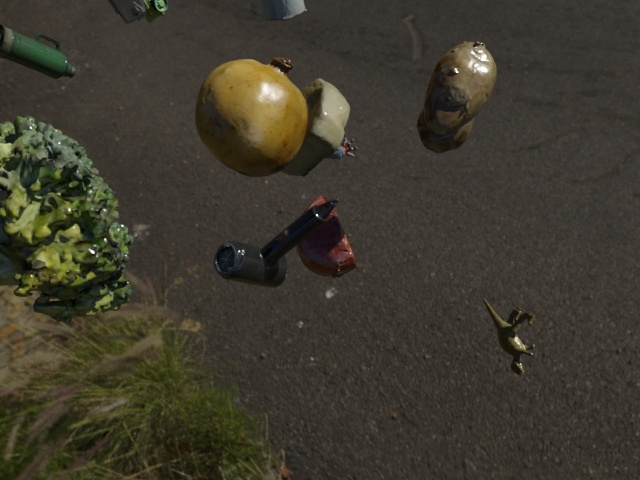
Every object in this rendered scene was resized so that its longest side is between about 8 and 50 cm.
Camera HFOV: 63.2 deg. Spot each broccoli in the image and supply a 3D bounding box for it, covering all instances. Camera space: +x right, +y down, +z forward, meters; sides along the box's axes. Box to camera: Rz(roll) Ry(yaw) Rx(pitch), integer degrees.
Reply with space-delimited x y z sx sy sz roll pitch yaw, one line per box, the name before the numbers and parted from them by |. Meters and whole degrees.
broccoli | -0.436 -0.024 0.859 0.334 0.324 0.272 14 74 55

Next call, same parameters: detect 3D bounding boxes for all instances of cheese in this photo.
cheese | -0.044 -0.338 1.591 0.318 0.115 0.326 -54 29 8

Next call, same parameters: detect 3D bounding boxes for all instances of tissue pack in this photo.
tissue pack | -0.338 -0.427 0.799 0.051 0.112 0.156 -34 70 -5

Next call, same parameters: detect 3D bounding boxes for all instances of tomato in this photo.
tomato | -0.003 0.005 1.771 0.170 0.309 0.309 -26 44 -7

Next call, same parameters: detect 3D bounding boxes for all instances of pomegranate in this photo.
pomegranate | -0.168 -0.299 1.298 0.307 0.307 0.307 -11 45 11

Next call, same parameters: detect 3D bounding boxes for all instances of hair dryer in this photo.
hair dryer | -0.098 -0.007 1.317 0.352 0.189 0.107 -39 58 26

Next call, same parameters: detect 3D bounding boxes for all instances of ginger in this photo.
ginger | 0.327 -0.340 1.322 0.155 0.304 0.244 20 71 0

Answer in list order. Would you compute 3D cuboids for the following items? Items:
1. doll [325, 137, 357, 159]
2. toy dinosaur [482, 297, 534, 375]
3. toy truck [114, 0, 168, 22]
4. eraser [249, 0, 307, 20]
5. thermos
doll | 0.062 -0.284 1.668 0.114 0.057 0.039 -24 36 6
toy dinosaur | 0.382 0.198 1.088 0.162 0.039 0.126 15 79 58
toy truck | -0.563 -0.744 1.477 0.128 0.259 0.135 27 63 37
eraser | -0.099 -0.493 0.846 0.081 0.227 0.174 -22 38 -11
thermos | -0.692 -0.451 1.266 0.073 0.188 0.083 -13 76 30
